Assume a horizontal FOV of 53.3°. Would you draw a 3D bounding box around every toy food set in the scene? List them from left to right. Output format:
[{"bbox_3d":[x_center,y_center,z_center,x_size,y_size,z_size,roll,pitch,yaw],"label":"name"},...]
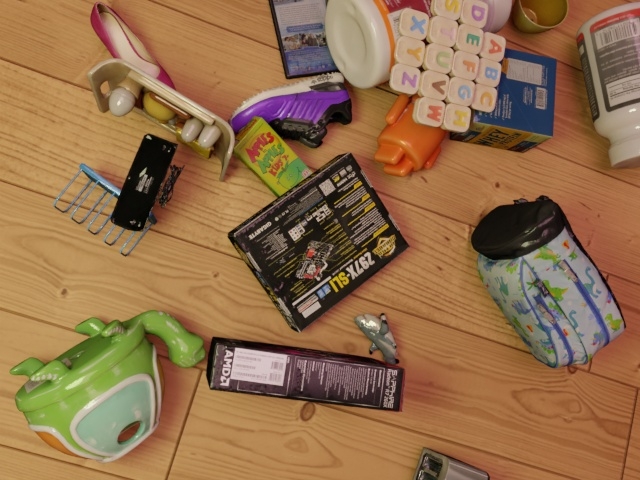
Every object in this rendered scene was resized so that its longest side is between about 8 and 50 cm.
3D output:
[{"bbox_3d":[-0.319,-0.230,1.306,0.306,0.220,0.092,31,76,-6],"label":"toy food set"}]

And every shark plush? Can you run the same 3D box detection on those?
[{"bbox_3d":[0.135,0.233,1.433,0.067,0.073,0.161,-22,108,5],"label":"shark plush"}]

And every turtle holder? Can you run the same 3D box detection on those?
[{"bbox_3d":[-0.403,0.270,1.226,0.228,0.243,0.320,62,35,-13],"label":"turtle holder"}]

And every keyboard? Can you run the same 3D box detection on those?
[{"bbox_3d":[-0.332,-0.106,1.255,0.100,0.038,0.192,22,88,6],"label":"keyboard"}]

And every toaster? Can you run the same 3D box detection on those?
[{"bbox_3d":[0.259,0.538,1.327,0.110,0.185,0.168,24,78,-12],"label":"toaster"}]

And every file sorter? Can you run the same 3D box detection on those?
[{"bbox_3d":[-0.438,-0.057,1.308,0.170,0.118,0.104,35,80,-5],"label":"file sorter"}]

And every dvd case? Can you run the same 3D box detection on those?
[{"bbox_3d":[-0.022,-0.515,1.518,0.180,0.022,0.253,-11,84,-13],"label":"dvd case"}]

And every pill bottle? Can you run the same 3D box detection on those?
[{"bbox_3d":[0.227,-0.511,1.459,0.392,0.224,0.224,-25,87,-21],"label":"pill bottle"},{"bbox_3d":[0.769,-0.374,1.569,0.210,0.210,0.363,-7,83,-13],"label":"pill bottle"}]

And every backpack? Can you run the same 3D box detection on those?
[{"bbox_3d":[0.506,0.107,1.420,0.355,0.290,0.273,41,84,-10],"label":"backpack"}]

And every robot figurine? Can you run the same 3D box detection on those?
[{"bbox_3d":[0.218,-0.247,1.474,0.158,0.128,0.219,36,77,2],"label":"robot figurine"}]

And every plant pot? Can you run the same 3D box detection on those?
[{"bbox_3d":[0.540,-0.577,1.610,0.134,0.095,0.134,2,81,-11],"label":"plant pot"}]

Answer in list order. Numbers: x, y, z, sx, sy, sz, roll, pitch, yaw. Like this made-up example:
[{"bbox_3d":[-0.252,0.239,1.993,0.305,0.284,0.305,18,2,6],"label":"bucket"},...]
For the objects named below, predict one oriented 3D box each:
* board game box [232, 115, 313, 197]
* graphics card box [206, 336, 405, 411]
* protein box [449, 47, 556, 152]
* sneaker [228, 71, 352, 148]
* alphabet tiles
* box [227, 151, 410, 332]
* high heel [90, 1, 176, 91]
[{"bbox_3d":[-0.106,-0.173,1.389,0.092,0.043,0.181,-50,121,-8],"label":"board game box"},{"bbox_3d":[-0.040,0.265,1.281,0.370,0.233,0.094,8,84,-10],"label":"graphics card box"},{"bbox_3d":[0.435,-0.337,1.528,0.201,0.136,0.200,8,80,-11],"label":"protein box"},{"bbox_3d":[-0.055,-0.269,1.430,0.293,0.102,0.146,-21,87,-15],"label":"sneaker"},{"bbox_3d":[0.279,-0.381,1.366,0.277,0.021,0.284,7,94,-26],"label":"alphabet tiles"},{"bbox_3d":[0.000,0.000,1.388,0.322,0.079,0.257,-37,104,-15],"label":"box"},{"bbox_3d":[-0.397,-0.398,1.369,0.082,0.117,0.244,-38,90,-15],"label":"high heel"}]
